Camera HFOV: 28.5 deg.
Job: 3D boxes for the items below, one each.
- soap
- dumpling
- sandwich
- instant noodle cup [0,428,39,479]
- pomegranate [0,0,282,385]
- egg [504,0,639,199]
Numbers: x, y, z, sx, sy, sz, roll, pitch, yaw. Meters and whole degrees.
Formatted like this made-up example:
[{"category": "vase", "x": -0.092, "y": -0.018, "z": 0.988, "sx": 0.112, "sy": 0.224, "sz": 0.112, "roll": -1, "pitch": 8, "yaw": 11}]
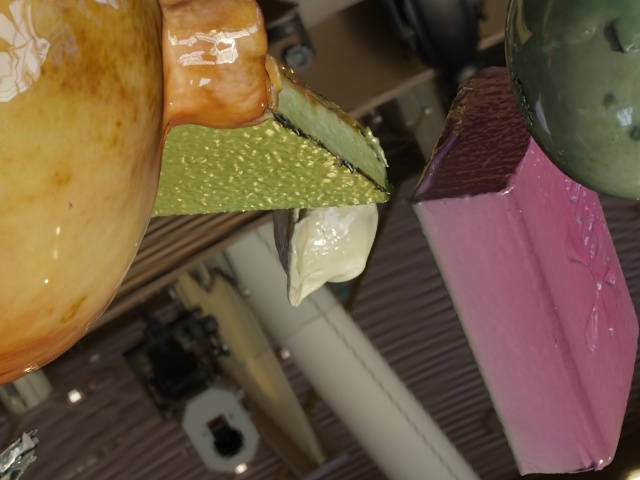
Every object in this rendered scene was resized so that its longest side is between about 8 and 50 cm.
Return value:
[{"category": "soap", "x": 0.161, "y": 0.020, "z": 0.937, "sx": 0.081, "sy": 0.259, "sz": 0.181, "roll": -8, "pitch": -149, "yaw": 27}, {"category": "dumpling", "x": -0.001, "y": 0.001, "z": 1.464, "sx": 0.126, "sy": 0.166, "sz": 0.216, "roll": 10, "pitch": -156, "yaw": -8}, {"category": "sandwich", "x": -0.107, "y": -0.064, "z": 0.836, "sx": 0.212, "sy": 0.245, "sz": 0.063, "roll": -22, "pitch": -126, "yaw": 32}, {"category": "instant noodle cup", "x": -0.260, "y": 0.132, "z": 0.654, "sx": 0.208, "sy": 0.125, "sz": 0.177, "roll": -44, "pitch": 178, "yaw": -6}, {"category": "pomegranate", "x": -0.147, "y": -0.056, "z": 0.403, "sx": 0.270, "sy": 0.229, "sz": 0.252, "roll": 1, "pitch": 176, "yaw": -3}, {"category": "egg", "x": 0.191, "y": -0.130, "z": 0.699, "sx": 0.169, "sy": 0.169, "sz": 0.236, "roll": -3, "pitch": -130, "yaw": 39}]
